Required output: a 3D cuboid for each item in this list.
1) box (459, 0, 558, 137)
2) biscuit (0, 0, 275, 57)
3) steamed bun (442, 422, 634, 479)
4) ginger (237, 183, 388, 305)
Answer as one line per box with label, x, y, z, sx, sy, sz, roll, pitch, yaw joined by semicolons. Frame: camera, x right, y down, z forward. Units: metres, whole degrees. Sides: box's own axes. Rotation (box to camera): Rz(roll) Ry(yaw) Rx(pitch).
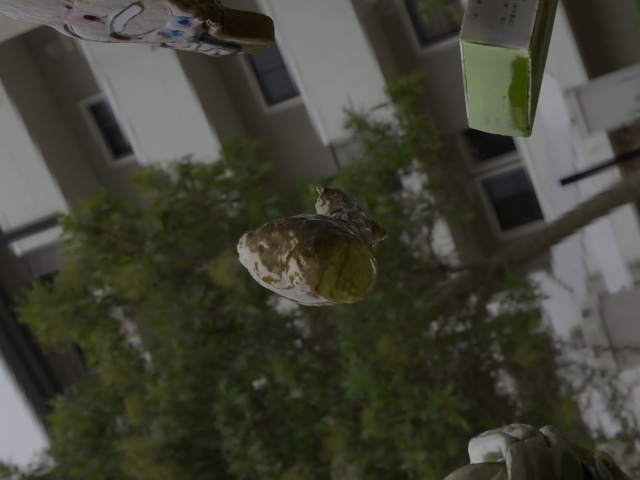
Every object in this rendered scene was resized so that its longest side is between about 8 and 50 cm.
box;0.176;-0.242;1.140;0.175;0.062;0.261;66;-145;-69
biscuit;-0.178;-0.229;1.311;0.319;0.183;0.047;11;-104;-48
steamed bun;0.246;0.321;1.383;0.275;0.206;0.320;50;-136;5
ginger;0.000;0.000;1.305;0.294;0.131;0.086;-63;-21;-75
